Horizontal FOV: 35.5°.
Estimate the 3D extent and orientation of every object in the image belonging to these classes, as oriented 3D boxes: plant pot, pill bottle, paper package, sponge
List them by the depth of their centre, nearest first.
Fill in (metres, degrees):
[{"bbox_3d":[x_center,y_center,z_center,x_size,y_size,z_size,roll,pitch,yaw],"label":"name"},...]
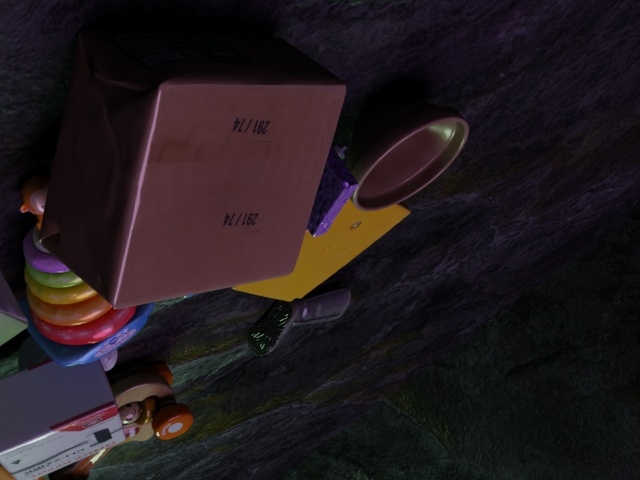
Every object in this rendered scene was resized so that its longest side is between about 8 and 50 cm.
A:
[{"bbox_3d":[-0.156,-0.098,1.261,0.325,0.168,0.309,-10,125,-46],"label":"paper package"},{"bbox_3d":[-0.030,-0.119,1.450,0.031,0.210,0.117,-15,150,-36],"label":"sponge"},{"bbox_3d":[-0.429,0.199,1.712,0.087,0.087,0.160,-45,155,25],"label":"pill bottle"},{"bbox_3d":[0.129,-0.166,1.717,0.237,0.110,0.237,-28,158,-12],"label":"plant pot"}]

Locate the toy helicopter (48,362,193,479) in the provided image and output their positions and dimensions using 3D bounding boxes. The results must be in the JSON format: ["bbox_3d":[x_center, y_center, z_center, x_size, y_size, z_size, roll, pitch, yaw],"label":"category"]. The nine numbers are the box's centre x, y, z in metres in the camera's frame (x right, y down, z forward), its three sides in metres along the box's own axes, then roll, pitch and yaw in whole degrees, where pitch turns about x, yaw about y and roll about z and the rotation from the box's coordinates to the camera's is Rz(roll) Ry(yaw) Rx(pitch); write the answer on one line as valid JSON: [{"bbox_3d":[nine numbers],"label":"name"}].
[{"bbox_3d":[-0.447,0.394,2.026,0.355,0.140,0.235,-46,145,19],"label":"toy helicopter"}]

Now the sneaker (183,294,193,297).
[{"bbox_3d":[-0.239,-0.024,1.449,0.125,0.139,0.341,-32,157,2],"label":"sneaker"}]

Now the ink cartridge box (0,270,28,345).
[{"bbox_3d":[-0.555,0.109,1.180,0.353,0.207,0.119,-35,160,2],"label":"ink cartridge box"}]

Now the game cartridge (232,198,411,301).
[{"bbox_3d":[0.000,0.000,1.973,0.324,0.052,0.285,-37,159,14],"label":"game cartridge"}]

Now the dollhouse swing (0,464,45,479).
[{"bbox_3d":[-0.640,0.528,1.999,0.347,0.305,0.315,-12,-166,3],"label":"dollhouse swing"}]

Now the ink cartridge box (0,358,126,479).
[{"bbox_3d":[-0.433,0.288,1.625,0.197,0.114,0.273,-21,163,-15],"label":"ink cartridge box"}]

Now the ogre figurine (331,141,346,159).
[{"bbox_3d":[-0.031,-0.114,1.632,0.118,0.097,0.197,-3,131,-23],"label":"ogre figurine"}]

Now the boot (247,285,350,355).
[{"bbox_3d":[-0.047,0.178,2.259,0.189,0.076,0.208,-45,163,31],"label":"boot"}]

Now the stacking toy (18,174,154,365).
[{"bbox_3d":[-0.356,0.020,1.403,0.175,0.166,0.302,-35,145,-24],"label":"stacking toy"}]
